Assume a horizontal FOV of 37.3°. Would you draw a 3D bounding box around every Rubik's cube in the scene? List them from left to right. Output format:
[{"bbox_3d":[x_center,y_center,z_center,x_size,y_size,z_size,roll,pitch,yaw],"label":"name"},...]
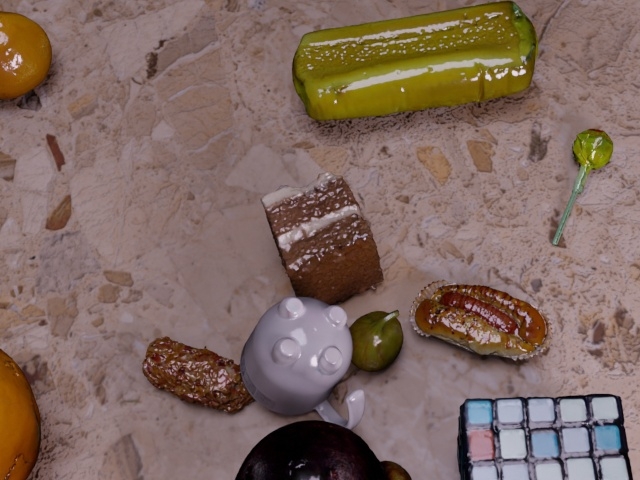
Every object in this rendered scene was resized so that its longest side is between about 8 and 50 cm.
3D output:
[{"bbox_3d":[0.256,0.295,1.093,0.184,0.182,0.187,-3,59,6],"label":"Rubik's cube"}]

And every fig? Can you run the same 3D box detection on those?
[{"bbox_3d":[0.071,0.129,1.264,0.084,0.098,0.082,-18,61,-4],"label":"fig"}]

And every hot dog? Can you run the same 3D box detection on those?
[{"bbox_3d":[0.217,0.109,1.281,0.192,0.053,0.099,16,67,19],"label":"hot dog"}]

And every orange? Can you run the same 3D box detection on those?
[{"bbox_3d":[-0.476,0.238,1.197,0.246,0.246,0.246,-4,60,6],"label":"orange"},{"bbox_3d":[-0.533,-0.315,1.587,0.159,0.136,0.159,-5,60,9],"label":"orange"}]

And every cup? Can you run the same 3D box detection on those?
[{"bbox_3d":[-0.022,0.159,1.216,0.134,0.142,0.173,-2,65,-17],"label":"cup"}]

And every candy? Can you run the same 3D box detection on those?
[{"bbox_3d":[0.372,-0.078,1.376,0.058,0.062,0.194,33,73,-24],"label":"candy"}]

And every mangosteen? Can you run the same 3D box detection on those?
[{"bbox_3d":[0.019,0.321,1.120,0.250,0.211,0.211,9,57,-23],"label":"mangosteen"}]

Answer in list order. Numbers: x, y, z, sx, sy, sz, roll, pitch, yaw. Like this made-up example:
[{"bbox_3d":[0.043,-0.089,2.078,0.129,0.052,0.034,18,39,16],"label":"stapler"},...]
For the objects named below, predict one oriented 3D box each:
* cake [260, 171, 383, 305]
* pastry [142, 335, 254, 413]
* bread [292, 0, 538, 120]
[{"bbox_3d":[0.000,0.000,1.336,0.135,0.134,0.147,-23,50,-6],"label":"cake"},{"bbox_3d":[-0.168,0.179,1.290,0.169,0.063,0.087,13,59,14],"label":"pastry"},{"bbox_3d":[0.147,-0.269,1.476,0.384,0.112,0.166,-8,57,5],"label":"bread"}]
